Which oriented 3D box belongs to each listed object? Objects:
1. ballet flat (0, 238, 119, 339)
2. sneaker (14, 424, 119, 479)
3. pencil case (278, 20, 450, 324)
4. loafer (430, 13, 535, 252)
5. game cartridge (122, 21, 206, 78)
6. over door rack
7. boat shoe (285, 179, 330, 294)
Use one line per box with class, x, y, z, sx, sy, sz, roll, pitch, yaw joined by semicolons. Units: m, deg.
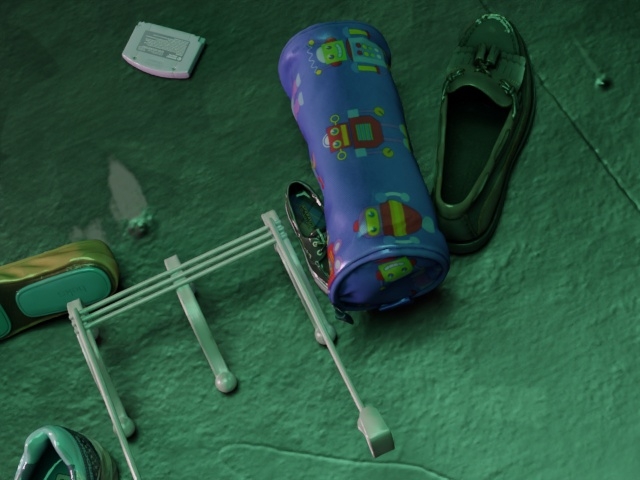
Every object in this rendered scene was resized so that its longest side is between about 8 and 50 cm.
ballet flat;-0.317;0.055;1.611;0.232;0.080;0.073;-14;35;1
sneaker;-0.268;0.303;1.444;0.110;0.122;0.283;1;65;11
pencil case;0.041;-0.069;1.547;0.119;0.133;0.306;-12;58;-1
loafer;0.162;-0.121;1.583;0.096;0.084;0.267;6;66;13
game cartridge;-0.173;-0.208;1.728;0.083;0.017;0.056;17;66;18
over door rack;-0.090;0.139;1.482;0.239;0.108;0.324;-25;46;-2
boat shoe;0.000;0.000;1.582;0.049;0.040;0.142;-29;63;-4
